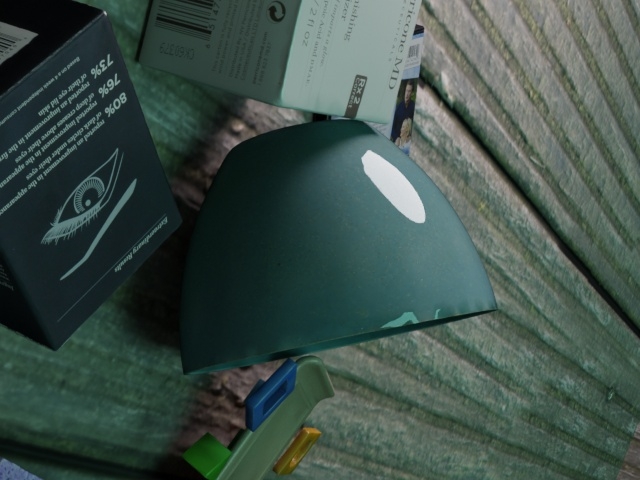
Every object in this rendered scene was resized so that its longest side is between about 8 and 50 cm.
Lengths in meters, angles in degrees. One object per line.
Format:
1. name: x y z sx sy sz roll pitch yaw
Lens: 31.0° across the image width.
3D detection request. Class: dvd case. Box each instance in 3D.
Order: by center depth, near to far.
1. dvd case: 0.047 -0.104 1.279 0.180 0.022 0.253 -25 128 -49

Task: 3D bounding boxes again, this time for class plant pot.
1. plant pot: 0.000 0.000 1.061 0.290 0.290 0.195 -1 78 -58

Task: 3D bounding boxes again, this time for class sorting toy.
1. sorting toy: -0.068 0.207 1.221 0.196 0.047 0.347 -49 163 -12

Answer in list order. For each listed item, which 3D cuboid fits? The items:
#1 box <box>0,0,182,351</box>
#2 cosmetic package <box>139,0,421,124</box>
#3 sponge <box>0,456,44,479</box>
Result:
1. box: -0.207 -0.051 0.820 0.153 0.108 0.207 -49 144 -32
2. cosmetic package: -0.026 -0.193 0.979 0.184 0.151 0.151 -1 109 -58
3. sponge: -0.296 0.284 0.951 0.210 0.031 0.117 -60 148 -17
